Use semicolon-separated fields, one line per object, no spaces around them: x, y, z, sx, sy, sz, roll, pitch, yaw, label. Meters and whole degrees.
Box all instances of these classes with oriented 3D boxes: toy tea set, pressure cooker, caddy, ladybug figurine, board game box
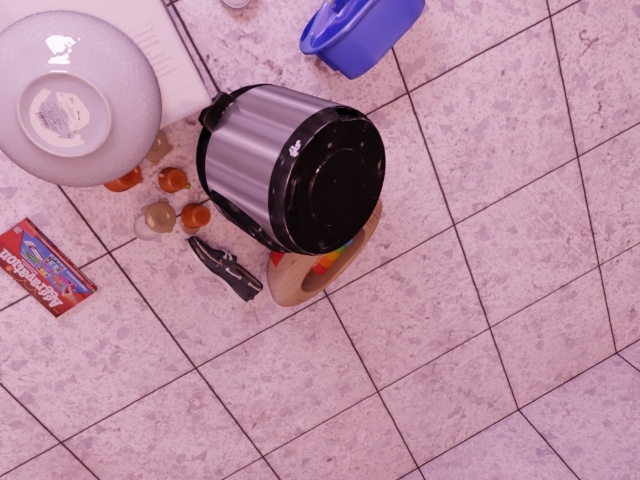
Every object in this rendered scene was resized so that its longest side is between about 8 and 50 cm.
-0.457;-0.136;1.514;0.200;0.124;0.336;-45;119;-28;toy tea set
-0.094;-0.191;1.364;0.375;0.420;0.370;-24;129;-38;pressure cooker
0.093;-0.581;1.391;0.341;0.241;0.179;-46;125;6;caddy
0.000;0.000;1.637;0.449;0.162;0.305;-47;154;5;ladybug figurine
-0.783;0.082;1.538;0.145;0.027;0.281;-33;119;1;board game box

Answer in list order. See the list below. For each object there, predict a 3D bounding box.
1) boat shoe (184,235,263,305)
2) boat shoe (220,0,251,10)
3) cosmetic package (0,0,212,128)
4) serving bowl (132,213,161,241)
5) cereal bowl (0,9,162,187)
-0.287;0.075;1.649;0.091;0.114;0.302;-37;131;2;boat shoe
-0.193;-0.734;1.275;0.135;0.156;0.367;-1;113;-17;boat shoe
-0.483;-0.442;1.219;0.327;0.329;0.394;-26;120;-3;cosmetic package
-0.496;-0.040;1.571;0.083;0.027;0.083;-7;115;-15;serving bowl
-0.475;-0.253;1.045;0.338;0.141;0.339;-7;117;-13;cereal bowl
